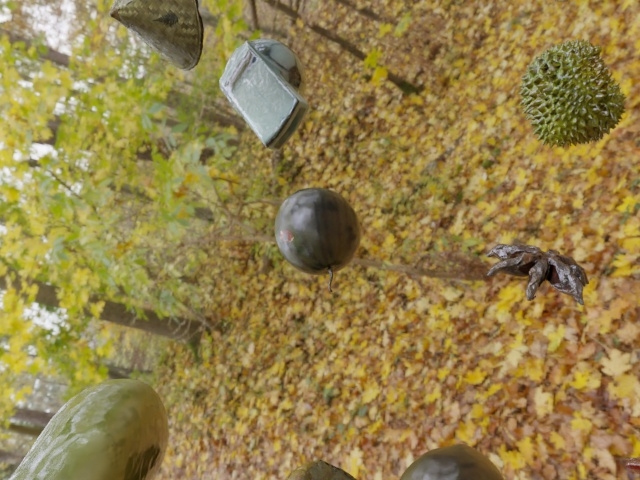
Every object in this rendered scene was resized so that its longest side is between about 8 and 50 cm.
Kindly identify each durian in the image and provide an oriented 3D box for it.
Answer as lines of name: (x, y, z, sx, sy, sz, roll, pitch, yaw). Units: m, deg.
durian: (0.543, -0.318, 1.204, 0.200, 0.177, 0.236, -105, -3, -87)

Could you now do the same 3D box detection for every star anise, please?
star anise: (0.276, 0.033, 0.686, 0.141, 0.141, 0.042, -119, 34, -65)

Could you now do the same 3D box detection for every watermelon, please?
watermelon: (0.000, 0.000, 0.658, 0.105, 0.105, 0.133, -47, 54, 55)

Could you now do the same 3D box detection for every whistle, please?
whistle: (-0.084, -0.264, 0.968, 0.289, 0.164, 0.163, 54, 132, 32)

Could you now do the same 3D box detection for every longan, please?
longan: (0.189, 0.381, 0.776, 0.187, 0.167, 0.167, -35, -27, -60)

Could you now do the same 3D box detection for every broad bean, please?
broad bean: (-0.232, 0.246, 0.509, 0.238, 0.119, 0.291, -63, 6, -3)

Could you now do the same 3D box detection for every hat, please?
hat: (-0.189, -0.242, 0.569, 0.146, 0.067, 0.146, 37, 142, 36)

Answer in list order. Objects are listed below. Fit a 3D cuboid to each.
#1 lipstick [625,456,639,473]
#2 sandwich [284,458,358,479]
lipstick: (0.258, 0.166, 0.398, 0.025, 0.025, 0.107, 57, 165, 14)
sandwich: (0.032, 0.457, 0.743, 0.099, 0.271, 0.301, -50, -6, 16)
